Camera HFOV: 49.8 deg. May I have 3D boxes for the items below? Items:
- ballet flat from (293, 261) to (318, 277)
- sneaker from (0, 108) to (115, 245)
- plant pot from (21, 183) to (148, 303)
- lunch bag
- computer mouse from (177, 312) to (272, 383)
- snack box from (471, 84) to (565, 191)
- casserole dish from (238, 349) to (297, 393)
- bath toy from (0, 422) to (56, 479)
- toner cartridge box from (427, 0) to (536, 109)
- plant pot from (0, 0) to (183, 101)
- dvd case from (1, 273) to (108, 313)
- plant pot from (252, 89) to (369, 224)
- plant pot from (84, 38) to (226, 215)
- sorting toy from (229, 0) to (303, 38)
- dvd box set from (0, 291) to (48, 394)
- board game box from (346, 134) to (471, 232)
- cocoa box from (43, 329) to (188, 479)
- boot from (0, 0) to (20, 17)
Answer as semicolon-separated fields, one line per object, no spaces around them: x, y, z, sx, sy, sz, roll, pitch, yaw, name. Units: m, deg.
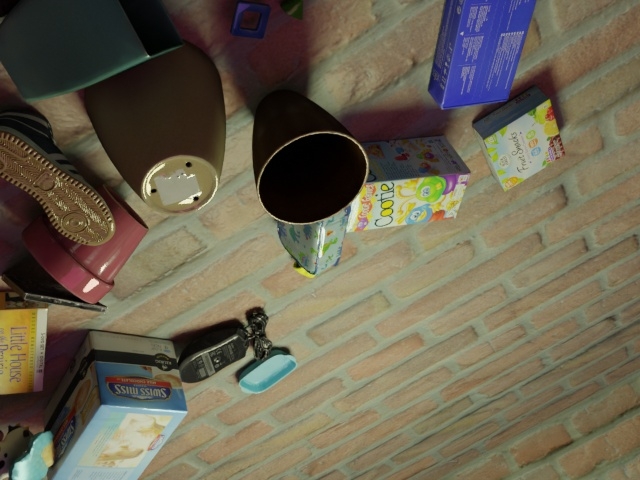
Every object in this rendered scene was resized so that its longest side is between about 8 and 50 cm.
0.000;0.000;1.667;0.077;0.077;0.231;17;126;-19;ballet flat
-0.480;-0.120;1.245;0.099;0.153;0.282;-37;126;6;sneaker
-0.452;-0.006;1.373;0.180;0.201;0.201;-43;137;-3;plant pot
-0.022;-0.050;1.530;0.090;0.176;0.219;-24;140;-30;lunch bag
-0.265;0.288;1.838;0.272;0.072;0.189;-23;137;-21;computer mouse
0.475;-0.238;1.645;0.174;0.070;0.207;-31;136;7;snack box
-0.155;0.375;1.993;0.188;0.037;0.114;-38;136;13;casserole dish
-0.812;0.488;1.665;0.348;0.129;0.151;6;-177;19;bath toy
0.330;-0.436;1.377;0.165;0.075;0.348;-11;136;-16;toner cartridge box
-0.374;-0.321;1.073;0.234;0.165;0.166;-22;107;16;plant pot
-0.554;0.108;1.431;0.164;0.221;0.018;16;87;-35;dvd case
-0.046;-0.186;1.338;0.215;0.230;0.215;-13;136;-13;plant pot
-0.269;-0.178;1.212;0.256;0.274;0.257;-13;137;-12;plant pot
-0.090;-0.505;1.138;0.195;0.047;0.348;-13;137;-19;sorting toy
-0.833;0.241;1.526;0.420;0.062;0.308;1;132;-25;dvd box set
0.171;-0.130;1.559;0.275;0.144;0.142;-7;135;-18;board game box
-0.524;0.434;1.738;0.231;0.228;0.347;15;125;-35;cocoa box
-0.535;-0.337;1.051;0.229;0.091;0.263;-31;176;-25;boot
